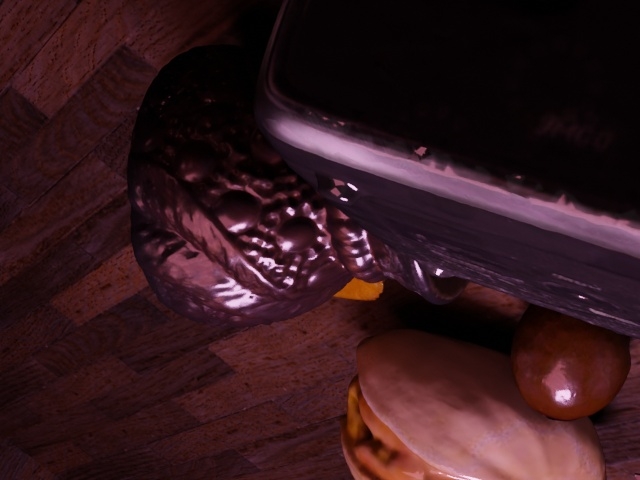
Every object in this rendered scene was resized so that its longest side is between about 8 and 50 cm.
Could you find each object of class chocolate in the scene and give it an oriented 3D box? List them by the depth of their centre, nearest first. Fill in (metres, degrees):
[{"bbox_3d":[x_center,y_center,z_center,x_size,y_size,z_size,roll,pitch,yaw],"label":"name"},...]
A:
[{"bbox_3d":[0.251,0.107,1.449,0.124,0.127,0.133,-13,121,14],"label":"chocolate"}]

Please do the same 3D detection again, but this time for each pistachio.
[{"bbox_3d":[0.166,0.219,1.586,0.309,0.230,0.230,22,150,24],"label":"pistachio"}]

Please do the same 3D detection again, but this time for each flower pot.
[{"bbox_3d":[0.000,-0.046,1.299,0.267,0.266,0.266,4,141,26],"label":"flower pot"}]

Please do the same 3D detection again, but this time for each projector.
[{"bbox_3d":[0.206,-0.064,0.933,0.395,0.242,0.405,17,173,20],"label":"projector"}]

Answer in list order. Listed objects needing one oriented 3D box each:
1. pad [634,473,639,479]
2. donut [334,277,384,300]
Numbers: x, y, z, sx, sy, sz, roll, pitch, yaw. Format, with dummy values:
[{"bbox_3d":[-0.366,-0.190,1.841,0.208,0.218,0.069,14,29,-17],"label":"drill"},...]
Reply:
[{"bbox_3d":[0.481,0.355,1.685,0.158,0.003,0.235,2,139,43],"label":"pad"},{"bbox_3d":[0.000,0.000,1.556,0.178,0.065,0.162,10,149,34],"label":"donut"}]
